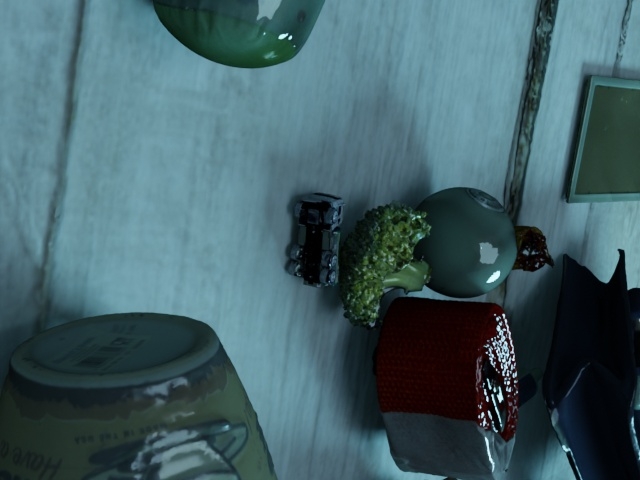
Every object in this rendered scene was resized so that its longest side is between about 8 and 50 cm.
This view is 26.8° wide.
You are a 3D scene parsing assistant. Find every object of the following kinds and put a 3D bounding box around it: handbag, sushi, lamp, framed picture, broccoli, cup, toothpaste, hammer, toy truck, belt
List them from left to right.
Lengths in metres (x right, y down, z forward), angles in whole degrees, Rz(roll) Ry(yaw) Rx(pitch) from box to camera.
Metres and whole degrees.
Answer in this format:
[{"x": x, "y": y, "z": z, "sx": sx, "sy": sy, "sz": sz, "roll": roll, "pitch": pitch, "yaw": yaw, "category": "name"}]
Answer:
[{"x": -0.107, "y": -0.254, "z": 0.863, "sx": 0.335, "sy": 0.119, "sz": 0.207, "roll": 25, "pitch": 82, "yaw": -45, "category": "hammer"}, {"x": -0.113, "y": 0.177, "z": 0.948, "sx": 0.301, "sy": 0.227, "sz": 0.257, "roll": -50, "pitch": 141, "yaw": -71, "category": "cup"}, {"x": 0.000, "y": 0.000, "z": 1.135, "sx": 0.044, "sy": 0.039, "sz": 0.083, "roll": -33, "pitch": 130, "yaw": -60, "category": "toy truck"}, {"x": 0.057, "y": 0.025, "z": 1.176, "sx": 0.092, "sy": 0.095, "sz": 0.097, "roll": 21, "pitch": 53, "yaw": -13, "category": "broccoli"}, {"x": 0.113, "y": 0.138, "z": 1.259, "sx": 0.201, "sy": 0.124, "sz": 0.128, "roll": 72, "pitch": 31, "yaw": -42, "category": "belt"}, {"x": 0.129, "y": 0.002, "z": 1.236, "sx": 0.105, "sy": 0.105, "sz": 0.105, "roll": -22, "pitch": 120, "yaw": -45, "category": "lamp"}, {"x": 0.174, "y": 0.180, "z": 1.418, "sx": 0.197, "sy": 0.034, "sz": 0.057, "roll": -28, "pitch": 115, "yaw": -39, "category": "toothpaste"}, {"x": 0.211, "y": 0.010, "z": 1.388, "sx": 0.099, "sy": 0.047, "sz": 0.050, "roll": -10, "pitch": 108, "yaw": -50, "category": "sushi"}, {"x": 0.334, "y": -0.113, "z": 1.522, "sx": 0.183, "sy": 0.011, "sz": 0.142, "roll": -4, "pitch": 106, "yaw": -50, "category": "framed picture"}, {"x": 0.346, "y": 0.184, "z": 1.509, "sx": 0.269, "sy": 0.118, "sz": 0.326, "roll": -75, "pitch": 151, "yaw": -46, "category": "handbag"}]

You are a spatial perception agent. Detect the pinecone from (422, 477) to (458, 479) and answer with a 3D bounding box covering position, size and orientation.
[{"x": 0.100, "y": 0.344, "z": 1.282, "sx": 0.186, "sy": 0.168, "sz": 0.212, "roll": 52, "pitch": 49, "yaw": -30, "category": "pinecone"}]
